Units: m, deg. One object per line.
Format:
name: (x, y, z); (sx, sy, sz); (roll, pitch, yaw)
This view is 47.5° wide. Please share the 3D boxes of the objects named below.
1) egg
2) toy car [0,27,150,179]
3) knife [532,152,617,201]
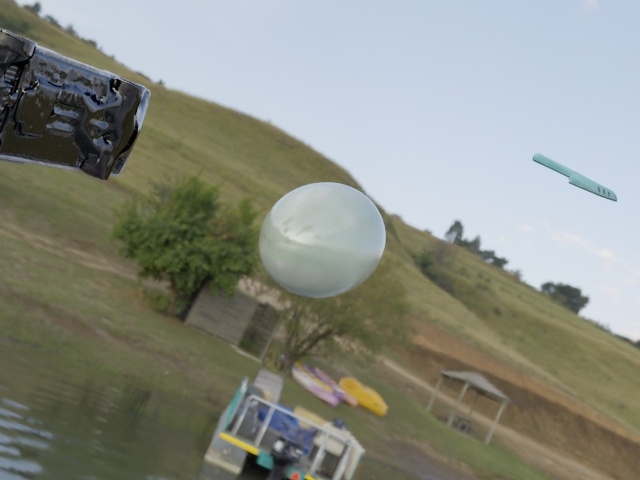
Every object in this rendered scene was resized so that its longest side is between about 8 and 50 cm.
egg: (0.000, 0.000, 0.946); (0.151, 0.151, 0.209); (21, 16, 27)
toy car: (-0.222, -0.107, 0.538); (0.108, 0.089, 0.210); (27, 9, 17)
knife: (0.240, -0.059, 0.687); (0.091, 0.014, 0.005); (34, -14, 29)
